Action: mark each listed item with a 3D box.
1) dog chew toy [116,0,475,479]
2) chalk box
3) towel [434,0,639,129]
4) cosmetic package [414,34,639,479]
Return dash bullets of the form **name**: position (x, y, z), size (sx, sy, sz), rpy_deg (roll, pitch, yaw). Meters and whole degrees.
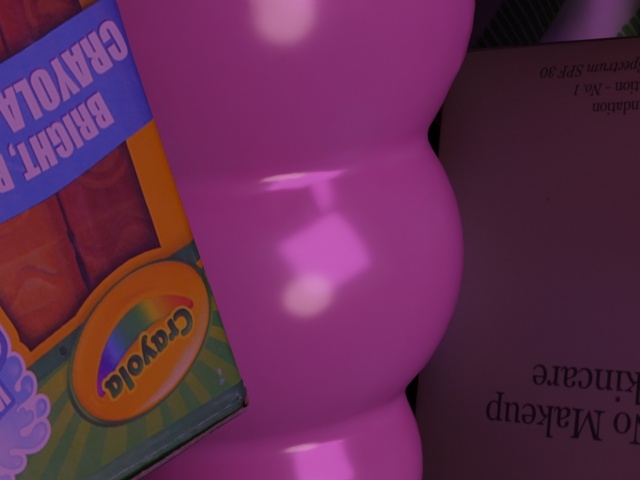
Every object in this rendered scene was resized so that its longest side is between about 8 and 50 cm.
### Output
- **dog chew toy**: position (-0.036, -0.013, 0.649), size (0.207, 0.207, 0.331), rpy_deg (-18, 104, -48)
- **chalk box**: position (-0.158, 0.015, 0.514), size (0.180, 0.179, 0.289), rpy_deg (-31, 106, -46)
- **towel**: position (0.138, -0.120, 0.973), size (0.325, 0.038, 0.248), rpy_deg (55, 49, -27)
- **cosmetic package**: position (0.137, 0.067, 0.824), size (0.113, 0.160, 0.309), rpy_deg (12, 81, -45)
